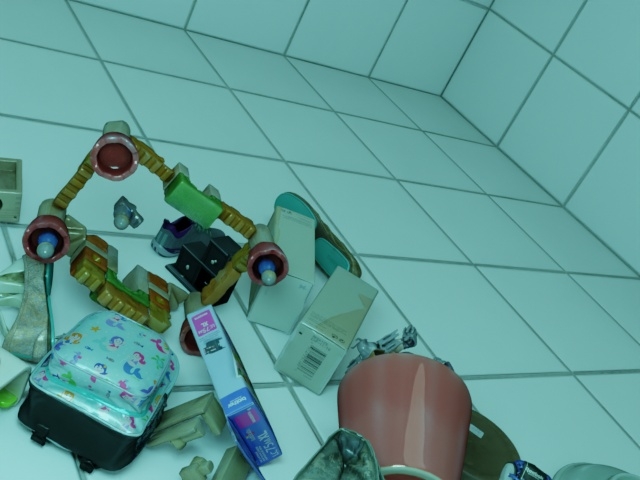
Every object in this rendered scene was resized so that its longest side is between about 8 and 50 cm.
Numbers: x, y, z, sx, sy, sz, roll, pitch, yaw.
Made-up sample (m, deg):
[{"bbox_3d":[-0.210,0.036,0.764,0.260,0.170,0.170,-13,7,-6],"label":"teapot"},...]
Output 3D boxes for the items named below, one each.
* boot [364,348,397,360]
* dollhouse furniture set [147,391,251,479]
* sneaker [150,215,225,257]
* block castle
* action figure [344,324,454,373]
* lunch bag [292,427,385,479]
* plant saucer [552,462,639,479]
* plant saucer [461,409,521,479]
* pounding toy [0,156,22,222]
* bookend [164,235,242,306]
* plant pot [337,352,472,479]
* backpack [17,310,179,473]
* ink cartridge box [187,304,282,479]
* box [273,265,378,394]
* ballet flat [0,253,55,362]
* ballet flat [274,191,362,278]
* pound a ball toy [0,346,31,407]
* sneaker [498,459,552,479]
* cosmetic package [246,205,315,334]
[{"bbox_3d":[0.159,0.311,1.768,0.197,0.152,0.073,12,31,-28],"label":"boot"},{"bbox_3d":[-0.222,0.383,1.428,0.151,0.123,0.144,60,22,-15],"label":"dollhouse furniture set"},{"bbox_3d":[-0.303,-0.018,1.981,0.083,0.098,0.224,42,30,25],"label":"sneaker"},{"bbox_3d":[-0.318,0.011,1.594,0.453,0.303,0.213,37,14,-27],"label":"block castle"},{"bbox_3d":[0.174,0.274,1.847,0.285,0.185,0.099,28,44,-36],"label":"action figure"},{"bbox_3d":[-0.002,0.459,1.265,0.169,0.235,0.287,24,27,5],"label":"lunch bag"},{"bbox_3d":[0.701,0.624,1.783,0.401,0.100,0.400,21,28,-12],"label":"plant saucer"},{"bbox_3d":[0.332,0.458,1.799,0.278,0.041,0.278,21,27,-11],"label":"plant saucer"},{"bbox_3d":[-0.744,-0.094,1.723,0.206,0.094,0.181,3,39,-23],"label":"pounding toy"},{"bbox_3d":[-0.256,0.043,1.853,0.156,0.157,0.072,42,29,24],"label":"bookend"},{"bbox_3d":[0.156,0.391,1.534,0.275,0.275,0.243,23,36,-10],"label":"plant pot"},{"bbox_3d":[-0.362,0.237,1.395,0.225,0.191,0.253,27,22,1],"label":"backpack"},{"bbox_3d":[-0.153,0.284,1.507,0.065,0.185,0.311,-25,44,-4],"label":"ink cartridge box"},{"bbox_3d":[0.019,0.196,1.854,0.121,0.148,0.311,31,28,4],"label":"box"},{"bbox_3d":[-0.557,0.102,1.535,0.106,0.107,0.316,1,34,-19],"label":"ballet flat"},{"bbox_3d":[0.000,0.000,2.240,0.342,0.116,0.124,45,11,30],"label":"ballet flat"},{"bbox_3d":[-0.607,0.206,1.262,0.319,0.135,0.208,31,27,7],"label":"pound a ball toy"},{"bbox_3d":[0.356,0.515,1.522,0.128,0.182,0.315,22,17,11],"label":"sneaker"},{"bbox_3d":[-0.091,0.065,1.968,0.113,0.160,0.309,21,26,-11],"label":"cosmetic package"}]
